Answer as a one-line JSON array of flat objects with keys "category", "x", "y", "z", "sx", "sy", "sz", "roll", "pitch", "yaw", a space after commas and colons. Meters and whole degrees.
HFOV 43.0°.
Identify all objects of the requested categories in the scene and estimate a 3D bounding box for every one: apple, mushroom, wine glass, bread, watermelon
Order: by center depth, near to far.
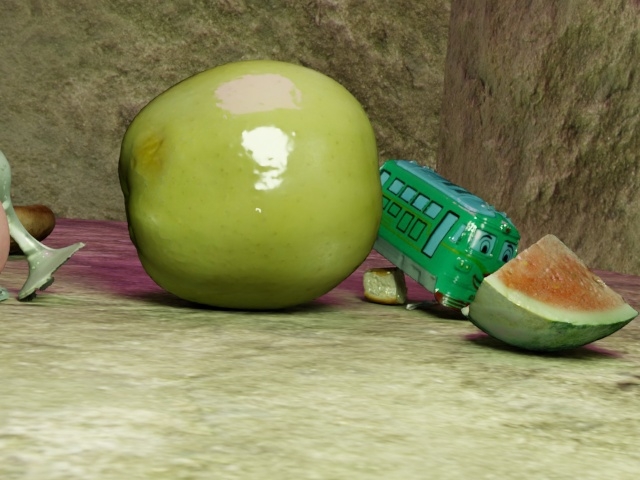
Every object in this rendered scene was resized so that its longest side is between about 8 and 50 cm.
[{"category": "watermelon", "x": 0.324, "y": 0.090, "z": 1.221, "sx": 0.260, "sy": 0.176, "sz": 0.256, "roll": -25, "pitch": 13, "yaw": -34}, {"category": "wine glass", "x": -0.519, "y": -0.061, "z": 1.269, "sx": 0.143, "sy": 0.321, "sz": 0.143, "roll": -34, "pitch": 19, "yaw": 13}, {"category": "apple", "x": -0.127, "y": -0.093, "z": 1.405, "sx": 0.474, "sy": 0.473, "sz": 0.473, "roll": 5, "pitch": 4, "yaw": 0}, {"category": "bread", "x": 0.130, "y": 0.091, "z": 1.617, "sx": 0.070, "sy": 0.076, "sz": 0.083, "roll": -6, "pitch": -1, "yaw": 25}, {"category": "mushroom", "x": -0.760, "y": -0.038, "z": 1.898, "sx": 0.278, "sy": 0.146, "sz": 0.278, "roll": -5, "pitch": 0, "yaw": 0}]

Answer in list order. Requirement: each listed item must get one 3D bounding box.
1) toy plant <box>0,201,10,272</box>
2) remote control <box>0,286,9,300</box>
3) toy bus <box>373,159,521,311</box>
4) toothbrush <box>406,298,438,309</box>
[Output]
[{"category": "toy plant", "x": -0.558, "y": -0.006, "z": 0.931, "sx": 0.317, "sy": 0.210, "sz": 0.356, "roll": 47, "pitch": 29, "yaw": 12}, {"category": "remote control", "x": -0.572, "y": 0.074, "z": 1.259, "sx": 0.162, "sy": 0.029, "sz": 0.061, "roll": 5, "pitch": 5, "yaw": 0}, {"category": "toy bus", "x": 0.221, "y": -0.018, "z": 1.568, "sx": 0.184, "sy": 0.199, "sz": 0.343, "roll": 19, "pitch": 14, "yaw": -41}, {"category": "toothbrush", "x": 0.206, "y": 0.126, "z": 1.609, "sx": 0.017, "sy": 0.014, "sz": 0.162, "roll": 23, "pitch": 11, "yaw": 25}]
